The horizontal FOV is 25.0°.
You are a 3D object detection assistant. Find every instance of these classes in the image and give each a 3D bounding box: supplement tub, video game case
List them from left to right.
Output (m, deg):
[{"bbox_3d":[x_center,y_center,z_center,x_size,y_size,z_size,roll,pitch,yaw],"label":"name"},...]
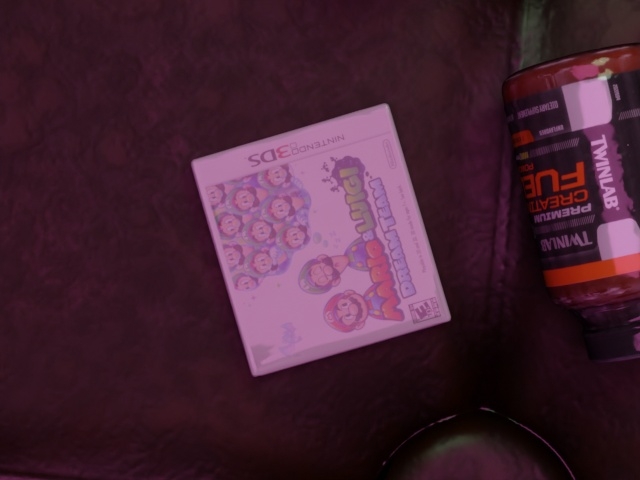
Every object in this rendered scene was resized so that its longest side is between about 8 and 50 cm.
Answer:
[{"bbox_3d":[0.000,0.000,0.996,0.143,0.019,0.157,-16,89,2],"label":"video game case"},{"bbox_3d":[0.189,-0.023,0.946,0.106,0.106,0.197,-13,88,2],"label":"supplement tub"}]
